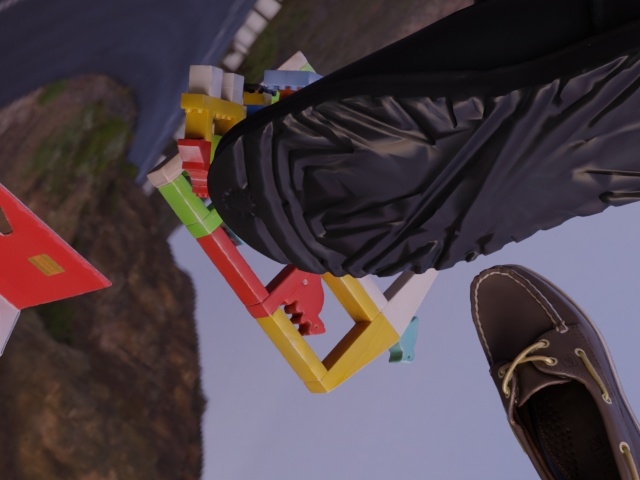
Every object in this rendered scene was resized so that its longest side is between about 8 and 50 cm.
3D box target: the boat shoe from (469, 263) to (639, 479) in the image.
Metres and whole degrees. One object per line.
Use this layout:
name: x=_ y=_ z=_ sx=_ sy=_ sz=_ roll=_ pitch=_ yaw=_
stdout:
boat shoe: x=0.230 y=0.152 z=1.074 sx=0.116 sy=0.324 sz=0.096 roll=-37 pitch=151 yaw=22

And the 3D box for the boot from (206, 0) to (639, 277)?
boot: x=0.081 y=-0.094 z=0.511 sx=0.246 sy=0.094 sz=0.207 roll=-14 pitch=-144 yaw=20

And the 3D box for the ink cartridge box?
ink cartridge box: x=-0.387 y=0.004 z=1.020 sx=0.261 sy=0.296 sz=0.066 roll=-12 pitch=-133 yaw=32

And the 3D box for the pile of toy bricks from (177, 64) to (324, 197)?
pile of toy bricks: x=-0.008 y=-0.053 z=0.765 sx=0.212 sy=0.118 sz=0.105 roll=1 pitch=94 yaw=-68

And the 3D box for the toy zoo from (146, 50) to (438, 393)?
toy zoo: x=0.000 y=0.000 z=1.003 sx=0.192 sy=0.293 sz=0.030 roll=-45 pitch=-163 yaw=-31
